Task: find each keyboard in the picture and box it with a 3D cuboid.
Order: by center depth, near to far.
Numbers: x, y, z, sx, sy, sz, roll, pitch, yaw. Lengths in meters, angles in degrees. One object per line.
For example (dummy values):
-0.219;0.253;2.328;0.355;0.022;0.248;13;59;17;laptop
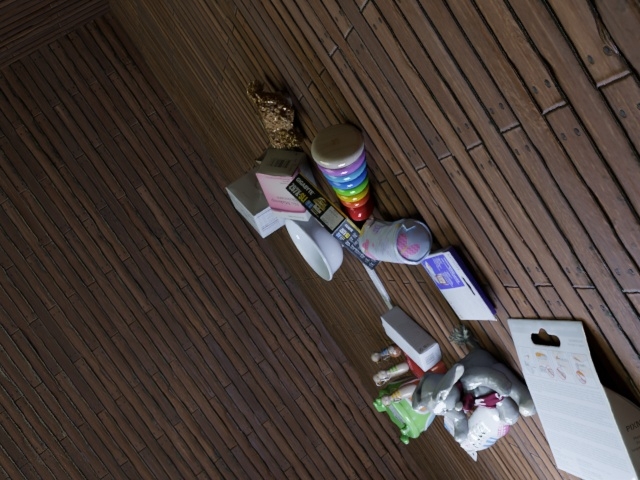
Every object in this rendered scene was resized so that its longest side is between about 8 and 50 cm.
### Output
0.217;0.169;2.224;0.256;0.014;0.072;59;166;-17;keyboard

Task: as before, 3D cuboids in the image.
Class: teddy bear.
-0.142;-0.405;1.925;0.245;0.113;0.338;58;176;18;teddy bear

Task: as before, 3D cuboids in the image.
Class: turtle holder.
0.381;0.700;2.485;0.243;0.227;0.320;40;161;46;turtle holder

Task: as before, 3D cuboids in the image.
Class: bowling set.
0.264;0.490;2.380;0.287;0.154;0.199;-109;-5;-56;bowling set

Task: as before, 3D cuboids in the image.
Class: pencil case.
0.202;-0.003;1.638;0.273;0.114;0.124;-169;74;-72;pencil case

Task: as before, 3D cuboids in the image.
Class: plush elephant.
0.404;0.433;1.676;0.330;0.255;0.272;52;167;13;plush elephant

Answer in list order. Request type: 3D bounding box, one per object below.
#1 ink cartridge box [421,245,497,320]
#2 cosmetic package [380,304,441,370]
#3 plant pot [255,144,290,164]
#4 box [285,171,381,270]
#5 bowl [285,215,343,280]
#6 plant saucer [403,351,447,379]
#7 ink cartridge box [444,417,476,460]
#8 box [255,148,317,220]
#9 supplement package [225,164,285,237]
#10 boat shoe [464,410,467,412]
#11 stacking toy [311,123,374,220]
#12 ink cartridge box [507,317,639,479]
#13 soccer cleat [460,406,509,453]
0.357;0.111;1.510;0.206;0.045;0.208;55;168;-1;ink cartridge box
0.325;0.350;2.139;0.231;0.086;0.117;45;164;43;cosmetic package
-0.160;-0.299;2.218;0.096;0.109;0.109;47;171;-24;plant pot
0.052;-0.057;1.898;0.257;0.079;0.322;44;-178;35;box
0.000;0.000;2.308;0.298;0.134;0.298;51;166;18;bowl
0.403;0.489;2.286;0.258;0.048;0.259;39;159;49;plant saucer
0.572;0.768;2.344;0.180;0.060;0.104;46;164;35;ink cartridge box
-0.113;-0.195;2.118;0.149;0.126;0.232;9;144;23;box
-0.251;-0.177;2.604;0.262;0.204;0.145;44;162;39;supplement package
0.453;0.560;2.046;0.156;0.136;0.367;49;155;4;boat shoe
0.078;-0.164;1.650;0.141;0.141;0.330;46;168;34;stacking toy
0.578;0.345;1.308;0.308;0.091;0.384;148;104;-77;ink cartridge box
0.533;0.628;1.954;0.116;0.143;0.331;48;165;30;soccer cleat
